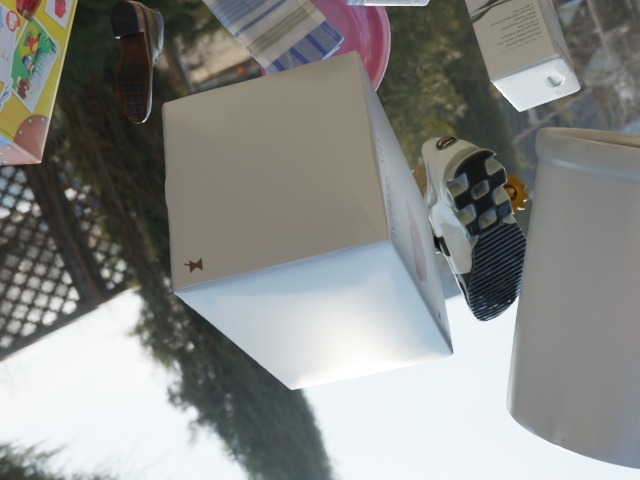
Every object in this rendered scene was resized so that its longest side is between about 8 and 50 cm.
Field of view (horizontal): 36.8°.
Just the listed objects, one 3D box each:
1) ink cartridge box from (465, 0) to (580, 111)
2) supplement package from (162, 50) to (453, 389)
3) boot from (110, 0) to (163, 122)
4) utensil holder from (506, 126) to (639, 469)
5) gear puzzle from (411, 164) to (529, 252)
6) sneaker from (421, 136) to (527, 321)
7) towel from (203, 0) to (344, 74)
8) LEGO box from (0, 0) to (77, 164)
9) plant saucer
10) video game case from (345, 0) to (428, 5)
[{"bbox_3d":[0.355,-0.419,1.764,0.129,0.307,0.223,-20,165,21],"label":"ink cartridge box"},{"bbox_3d":[0.000,0.000,0.859,0.175,0.177,0.293,-13,154,12],"label":"supplement package"},{"bbox_3d":[-0.318,-0.328,1.761,0.082,0.219,0.106,2,-168,25],"label":"boot"},{"bbox_3d":[0.422,0.063,1.260,0.328,0.385,0.327,6,-168,-1],"label":"utensil holder"},{"bbox_3d":[0.252,-0.068,1.842,0.339,0.175,0.044,-17,167,-24],"label":"gear puzzle"},{"bbox_3d":[0.236,-0.025,1.522,0.123,0.330,0.146,-26,-146,-17],"label":"sneaker"},{"bbox_3d":[-0.098,-0.419,1.722,0.034,0.285,0.209,-35,-171,47],"label":"towel"},{"bbox_3d":[-0.528,-0.358,1.296,0.373,0.499,0.193,-1,159,23],"label":"LEGO box"},{"bbox_3d":[0.001,-0.407,2.051,0.332,0.332,0.084,-26,-144,-29],"label":"plant saucer"},{"bbox_3d":[0.162,-0.519,1.812,0.184,0.023,0.201,-6,153,-26],"label":"video game case"}]
